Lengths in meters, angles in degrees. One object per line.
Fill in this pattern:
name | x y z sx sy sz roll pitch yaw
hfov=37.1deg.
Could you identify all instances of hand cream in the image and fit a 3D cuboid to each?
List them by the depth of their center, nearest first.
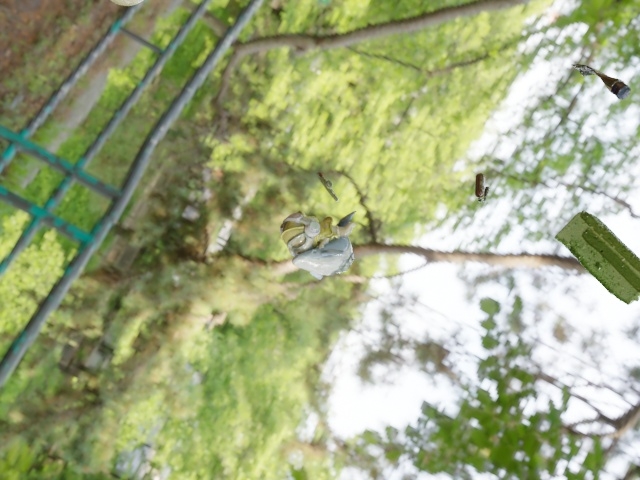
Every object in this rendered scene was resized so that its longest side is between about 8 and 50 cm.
hand cream | 0.635 -0.364 2.154 0.039 0.062 0.163 -64 -145 20

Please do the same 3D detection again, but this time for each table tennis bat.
table tennis bat | 0.019 -0.134 2.364 0.013 0.087 0.156 -34 -179 -2

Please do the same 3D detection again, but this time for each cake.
cake | 0.631 0.036 2.125 0.100 0.099 0.235 -49 -135 17

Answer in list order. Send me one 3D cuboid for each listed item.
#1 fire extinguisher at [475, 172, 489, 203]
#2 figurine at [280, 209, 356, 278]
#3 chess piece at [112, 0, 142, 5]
fire extinguisher | 0.426 -0.128 2.517 0.046 0.032 0.100 58 30 -43
figurine | 0.000 0.000 2.195 0.208 0.184 0.128 -44 177 -44
chess piece | -0.291 -0.507 1.696 0.261 0.143 0.143 -42 172 -36
